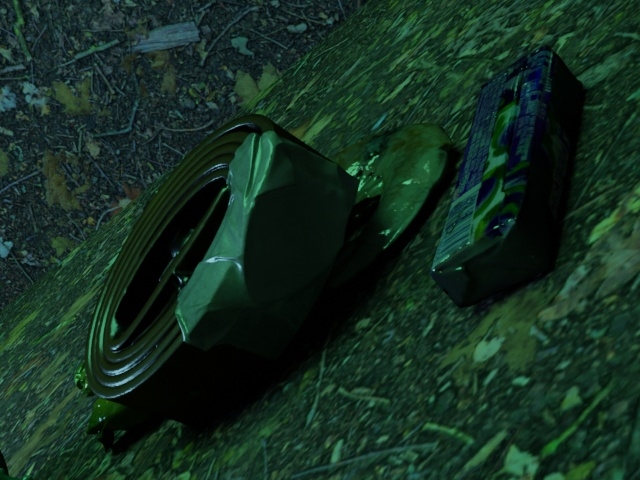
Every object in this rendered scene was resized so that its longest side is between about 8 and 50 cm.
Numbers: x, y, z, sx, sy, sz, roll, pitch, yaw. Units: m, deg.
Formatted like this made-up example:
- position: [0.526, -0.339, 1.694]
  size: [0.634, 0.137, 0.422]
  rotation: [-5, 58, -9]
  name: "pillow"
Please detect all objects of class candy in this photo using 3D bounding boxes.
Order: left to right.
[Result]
- position: [0.164, -0.064, 0.909]
  size: [0.088, 0.061, 0.312]
  rotation: [-32, 20, 34]
  name: "candy"

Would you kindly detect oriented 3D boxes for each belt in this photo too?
- position: [-0.107, 0.031, 1.070]
  size: [0.339, 0.122, 0.217]
  rotation: [-52, 36, 19]
  name: "belt"

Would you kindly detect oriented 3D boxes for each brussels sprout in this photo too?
- position: [-0.213, 0.156, 1.248]
  size: [0.181, 0.100, 0.139]
  rotation: [-42, 26, 4]
  name: "brussels sprout"

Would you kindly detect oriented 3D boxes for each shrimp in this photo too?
- position: [0.000, 0.000, 1.156]
  size: [0.360, 0.085, 0.247]
  rotation: [-40, 22, 4]
  name: "shrimp"

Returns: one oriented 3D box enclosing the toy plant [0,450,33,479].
- position: [-0.445, 0.292, 1.237]
  size: [0.185, 0.279, 0.400]
  rotation: [-59, 5, -29]
  name: "toy plant"
